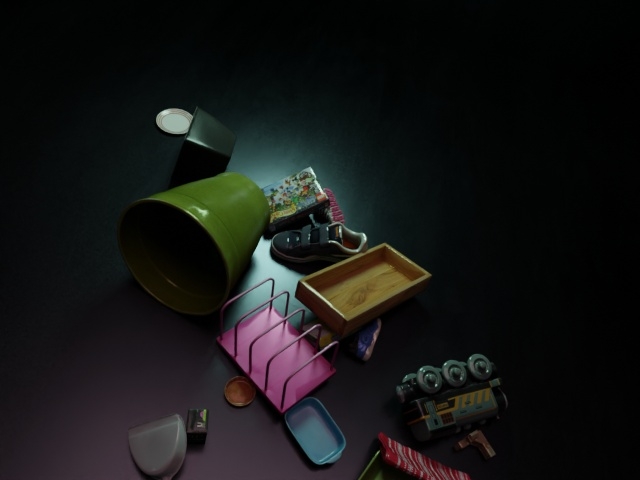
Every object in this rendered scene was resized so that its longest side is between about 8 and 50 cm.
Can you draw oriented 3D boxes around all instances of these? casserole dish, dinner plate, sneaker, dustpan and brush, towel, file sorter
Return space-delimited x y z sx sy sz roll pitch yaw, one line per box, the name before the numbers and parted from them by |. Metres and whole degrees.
casserole dish | -0.017 0.504 1.413 0.114 0.037 0.188 -24 63 -31
dinner plate | -0.551 -0.450 2.039 0.141 0.017 0.141 8 50 -9
sneaker | 0.000 0.000 1.769 0.321 0.127 0.126 5 53 -11
dustpan and brush | -0.372 0.533 1.262 0.147 0.060 0.211 -20 61 10
sneaker | 0.029 -0.096 1.899 0.063 0.075 0.170 -13 78 -46
towel | 0.274 0.577 1.350 0.275 0.199 0.031 25 86 3
sneaker | 0.126 0.282 1.619 0.085 0.058 0.152 28 56 -4
file sorter | -0.116 0.271 1.453 0.202 0.182 0.291 -30 58 -33

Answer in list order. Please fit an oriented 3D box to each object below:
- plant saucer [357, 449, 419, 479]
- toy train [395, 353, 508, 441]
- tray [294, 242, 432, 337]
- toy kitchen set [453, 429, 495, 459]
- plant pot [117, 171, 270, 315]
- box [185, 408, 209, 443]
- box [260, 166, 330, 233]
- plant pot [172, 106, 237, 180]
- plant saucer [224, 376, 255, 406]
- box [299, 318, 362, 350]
plant saucer | 0.177 0.646 1.323 0.189 0.045 0.188 24 46 29
toy train | 0.376 0.444 1.522 0.334 0.142 0.190 -7 66 -23
tray | 0.139 0.141 1.655 0.411 0.076 0.203 -21 47 -41
toy kitchen set | 0.430 0.568 1.470 0.083 0.068 0.075 -16 58 -26
plant pot | -0.332 -0.031 1.580 0.367 0.366 0.353 30 39 8
box | -0.307 0.462 1.330 0.052 0.083 0.062 5 51 -12
box | -0.104 -0.141 1.848 0.233 0.044 0.159 -25 60 -6
plant pot | -0.399 -0.316 1.881 0.167 0.188 0.187 21 48 -16
plant saucer | -0.217 0.408 1.446 0.084 0.013 0.083 8 50 -10
box | 0.040 0.256 1.595 0.179 0.043 0.105 -24 25 -29
